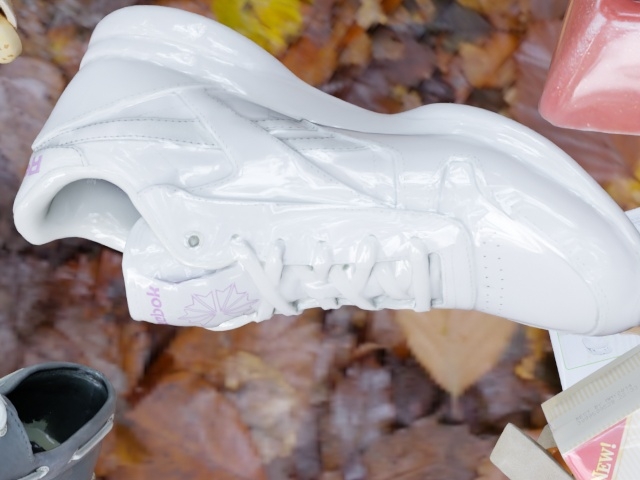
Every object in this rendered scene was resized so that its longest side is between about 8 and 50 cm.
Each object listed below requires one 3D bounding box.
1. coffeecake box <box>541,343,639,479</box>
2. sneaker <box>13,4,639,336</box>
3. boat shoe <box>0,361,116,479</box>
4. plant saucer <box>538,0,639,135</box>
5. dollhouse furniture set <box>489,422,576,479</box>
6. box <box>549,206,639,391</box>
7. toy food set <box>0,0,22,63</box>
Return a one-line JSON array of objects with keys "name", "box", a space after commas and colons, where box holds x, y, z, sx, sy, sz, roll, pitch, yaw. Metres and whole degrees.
[{"name": "coffeecake box", "box": [0.202, 0.114, 0.707, 0.142, 0.068, 0.185, -33, 101, 7]}, {"name": "sneaker", "box": [0.000, 0.000, 0.783, 0.305, 0.114, 0.152, 19, 60, 21]}, {"name": "boat shoe", "box": [-0.212, 0.108, 0.942, 0.116, 0.319, 0.099, 35, 97, 21]}, {"name": "plant saucer", "box": [0.242, -0.155, 0.729, 0.259, 0.047, 0.258, 7, 62, 24]}, {"name": "dollhouse furniture set", "box": [0.253, 0.296, 1.575, 0.135, 0.262, 0.259, 43, 116, 40]}, {"name": "box", "box": [0.325, 0.077, 1.343, 0.262, 0.127, 0.231, -20, 78, 32]}, {"name": "toy food set", "box": [-0.190, -0.124, 0.858, 0.083, 0.083, 0.020, 22, 70, 18]}]
